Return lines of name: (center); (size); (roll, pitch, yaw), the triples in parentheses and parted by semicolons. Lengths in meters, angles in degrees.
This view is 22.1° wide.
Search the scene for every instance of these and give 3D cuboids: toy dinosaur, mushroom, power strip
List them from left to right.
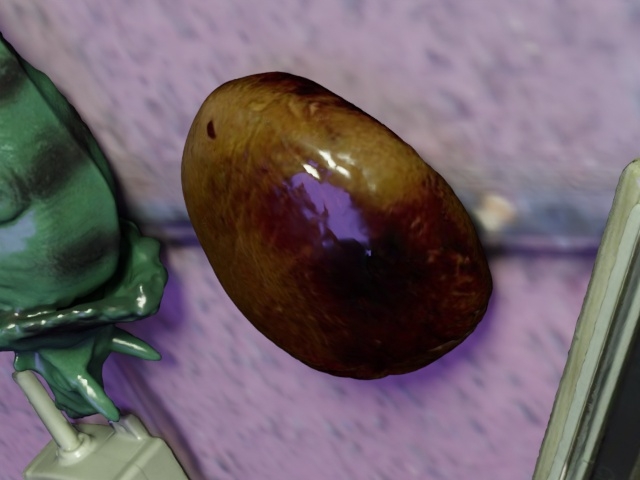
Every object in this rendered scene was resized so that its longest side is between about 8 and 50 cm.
toy dinosaur: (-0.140, -0.034, 0.623); (0.120, 0.079, 0.292); (2, 133, 35)
power strip: (-0.098, 0.125, 0.787); (0.075, 0.042, 0.175); (2, 130, 45)
mushroom: (0.000, 0.000, 0.548); (0.123, 0.052, 0.123); (29, 146, 22)

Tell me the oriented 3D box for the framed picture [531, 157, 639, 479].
framed picture: (0.173, 0.124, 0.547); (0.232, 0.019, 0.296); (27, 144, 19)
